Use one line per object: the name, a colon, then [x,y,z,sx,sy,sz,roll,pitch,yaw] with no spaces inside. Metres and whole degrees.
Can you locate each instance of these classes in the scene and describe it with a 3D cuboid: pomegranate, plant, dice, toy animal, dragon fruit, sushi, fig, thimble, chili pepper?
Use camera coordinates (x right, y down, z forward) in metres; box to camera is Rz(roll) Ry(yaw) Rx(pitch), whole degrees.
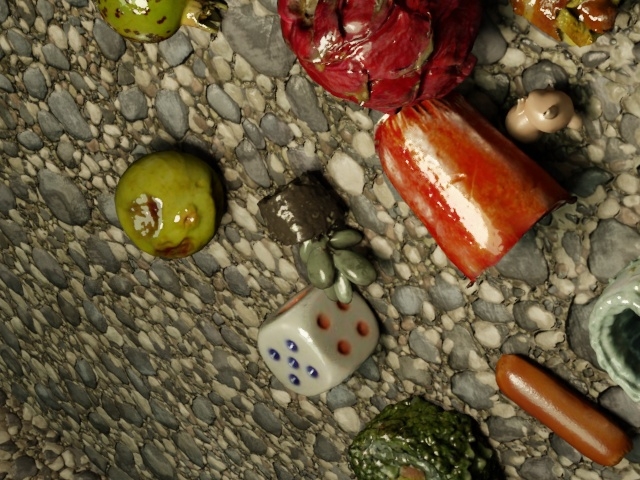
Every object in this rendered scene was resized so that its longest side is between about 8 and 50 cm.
pomegranate: [-0.304,-0.469,1.949,0.198,0.246,0.198,176,90,-68]
plant: [-0.002,-0.001,2.069,0.274,0.149,0.146,54,155,-3]
dice: [-0.004,0.204,2.195,0.192,0.193,0.194,50,139,-5]
toy animal: [0.352,-0.196,1.647,0.089,0.083,0.150,67,155,-1]
dragon fruit: [0.091,-0.350,1.567,0.329,0.329,0.329,23,134,26]
sushi: [0.241,0.524,2.251,0.294,0.178,0.351,-4,116,40]
fig: [-0.338,-0.090,2.235,0.271,0.239,0.239,33,143,49]
thimble: [0.550,0.142,1.675,0.205,0.172,0.250,7,128,40]
chili pepper: [0.250,-0.107,1.738,0.305,0.229,0.251,54,180,11]

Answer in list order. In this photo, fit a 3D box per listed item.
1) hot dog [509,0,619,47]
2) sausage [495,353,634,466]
hot dog: [0.339,-0.370,1.499,0.213,0.103,0.146,32,138,20]
sausage: [0.459,0.324,1.969,0.300,0.083,0.089,34,150,17]
